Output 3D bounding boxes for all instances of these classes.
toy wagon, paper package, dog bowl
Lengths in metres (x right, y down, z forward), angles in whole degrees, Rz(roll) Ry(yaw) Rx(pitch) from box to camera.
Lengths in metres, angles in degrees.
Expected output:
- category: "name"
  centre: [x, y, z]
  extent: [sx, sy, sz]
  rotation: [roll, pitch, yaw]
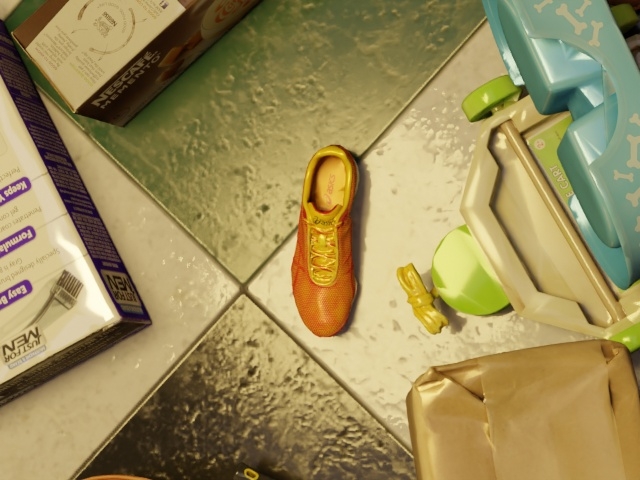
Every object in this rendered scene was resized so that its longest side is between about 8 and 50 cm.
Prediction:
- category: "toy wagon"
  centre: [0.227, -0.030, 1.551]
  extent: [0.344, 0.068, 0.267]
  rotation: [-31, 80, 10]
- category: "paper package"
  centre: [0.171, 0.245, 1.405]
  extent: [0.168, 0.325, 0.309]
  rotation: [-9, 84, 1]
- category: "dog bowl"
  centre: [0.218, -0.109, 1.445]
  extent: [0.074, 0.166, 0.297]
  rotation: [-23, 82, -1]

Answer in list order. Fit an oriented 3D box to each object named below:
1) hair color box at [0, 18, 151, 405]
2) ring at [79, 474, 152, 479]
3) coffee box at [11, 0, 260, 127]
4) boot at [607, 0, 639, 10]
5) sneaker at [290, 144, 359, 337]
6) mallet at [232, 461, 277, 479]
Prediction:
- category: "hair color box"
  centre: [-0.320, -0.030, 1.653]
  extent: [0.185, 0.110, 0.339]
  rotation: [-28, 80, 8]
- category: "ring"
  centre: [-0.151, 0.368, 1.555]
  extent: [0.336, 0.032, 0.337]
  rotation: [10, 108, 32]
- category: "coffee box"
  centre: [-0.140, -0.223, 1.606]
  extent: [0.246, 0.141, 0.098]
  rotation: [-41, 80, 7]
- category: "boot"
  centre: [0.255, -0.312, 1.457]
  extent: [0.109, 0.220, 0.283]
  rotation: [-5, 107, -3]
- category: "sneaker"
  centre: [0.000, 0.000, 1.600]
  extent: [0.064, 0.067, 0.175]
  rotation: [0, 88, 11]
- category: "mallet"
  centre: [0.006, 0.253, 1.575]
  extent: [0.189, 0.039, 0.062]
  rotation: [19, 56, 5]
